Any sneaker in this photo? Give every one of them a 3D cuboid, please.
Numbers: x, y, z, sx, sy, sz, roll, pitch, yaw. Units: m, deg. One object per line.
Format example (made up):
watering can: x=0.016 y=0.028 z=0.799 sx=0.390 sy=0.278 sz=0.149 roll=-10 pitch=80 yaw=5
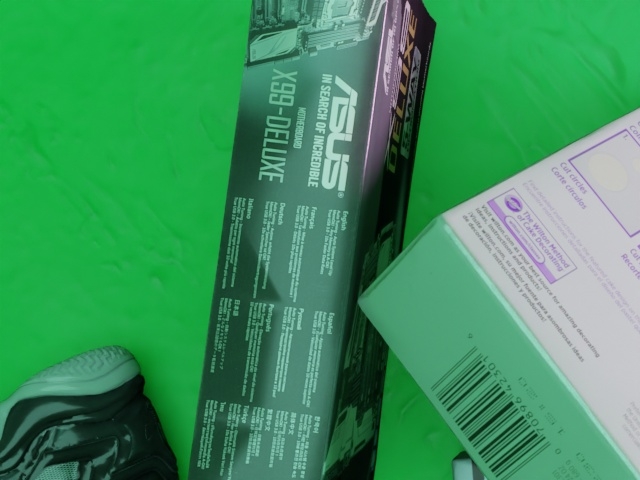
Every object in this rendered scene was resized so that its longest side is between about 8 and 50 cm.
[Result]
sneaker: x=-0.194 y=0.194 z=1.115 sx=0.268 sy=0.101 sz=0.153 roll=-36 pitch=81 yaw=2

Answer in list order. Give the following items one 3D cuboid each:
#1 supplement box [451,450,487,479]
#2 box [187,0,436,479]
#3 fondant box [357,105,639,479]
supplement box: x=0.203 y=0.183 z=1.077 sx=0.239 sy=0.073 sz=0.130 roll=-4 pitch=86 yaw=8
box: x=0.000 y=0.000 z=1.028 sx=0.076 sy=0.242 sz=0.307 roll=8 pitch=88 yaw=8
fondant box: x=0.216 y=0.044 z=0.961 sx=0.330 sy=0.096 sz=0.238 roll=-27 pitch=76 yaw=-38
